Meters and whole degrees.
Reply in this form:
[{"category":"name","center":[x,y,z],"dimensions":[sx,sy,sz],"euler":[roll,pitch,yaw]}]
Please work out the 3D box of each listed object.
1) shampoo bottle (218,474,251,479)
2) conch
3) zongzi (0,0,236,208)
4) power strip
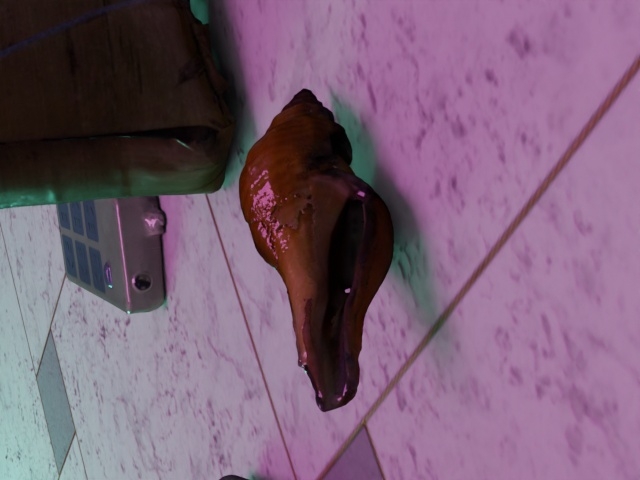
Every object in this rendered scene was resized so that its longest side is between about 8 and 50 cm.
[{"category":"shampoo bottle","center":[-0.045,0.232,1.089],"dimensions":[0.165,0.040,0.080],"euler":[175,90,-67]},{"category":"conch","center":[0.004,-0.001,0.863],"dimensions":[0.080,0.086,0.232],"euler":[43,-161,-59]},{"category":"zongzi","center":[-0.248,-0.203,1.100],"dimensions":[0.160,0.323,0.360],"euler":[143,121,-72]},{"category":"power strip","center":[-0.217,-0.001,1.411],"dimensions":[0.270,0.046,0.118],"euler":[-164,70,-64]}]
